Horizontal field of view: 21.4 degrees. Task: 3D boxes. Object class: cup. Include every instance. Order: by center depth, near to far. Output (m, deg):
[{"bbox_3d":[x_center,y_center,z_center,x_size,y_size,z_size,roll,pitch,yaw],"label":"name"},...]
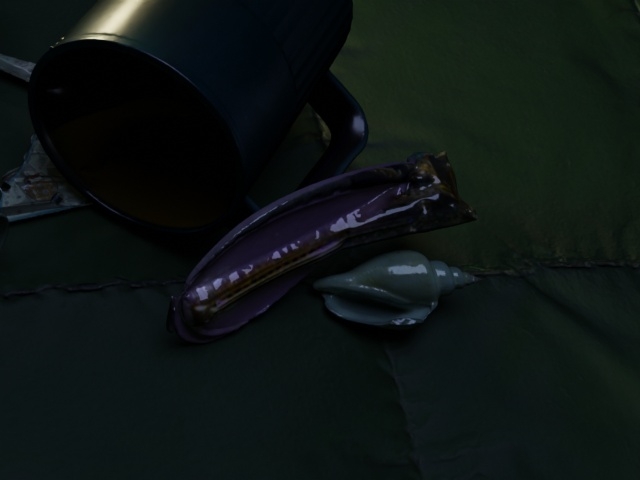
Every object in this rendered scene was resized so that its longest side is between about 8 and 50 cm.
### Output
[{"bbox_3d":[-0.096,-0.173,1.743,0.308,0.242,0.292,28,50,4],"label":"cup"}]

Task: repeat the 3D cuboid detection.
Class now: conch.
[{"bbox_3d":[0.083,0.056,1.764,0.180,0.065,0.088,-7,71,-7],"label":"conch"}]

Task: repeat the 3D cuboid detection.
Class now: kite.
[{"bbox_3d":[-0.241,-0.151,1.835,0.368,0.014,0.406,23,52,-3],"label":"kite"}]

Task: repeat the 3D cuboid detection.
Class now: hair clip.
[{"bbox_3d":[0.000,-0.002,1.707,0.358,0.110,0.095,-21,80,-21],"label":"hair clip"}]

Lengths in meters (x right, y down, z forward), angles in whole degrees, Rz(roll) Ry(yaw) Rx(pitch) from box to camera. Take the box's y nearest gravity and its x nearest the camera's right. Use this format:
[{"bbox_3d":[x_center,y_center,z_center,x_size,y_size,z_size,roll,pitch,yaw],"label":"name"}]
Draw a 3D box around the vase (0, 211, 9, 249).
[{"bbox_3d":[-0.414,-0.052,1.656,0.219,0.096,0.096,38,52,15],"label":"vase"}]
